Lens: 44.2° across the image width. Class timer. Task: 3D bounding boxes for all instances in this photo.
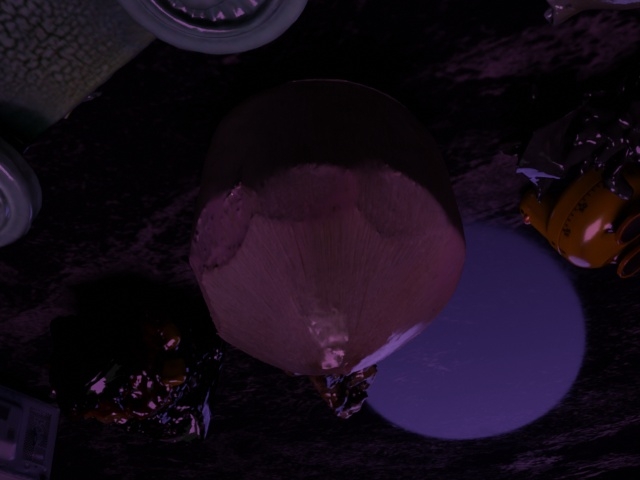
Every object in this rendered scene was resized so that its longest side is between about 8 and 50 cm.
[{"bbox_3d":[0.250,-0.029,0.722,0.107,0.109,0.107,-22,139,-21],"label":"timer"}]

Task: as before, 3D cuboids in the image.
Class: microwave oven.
[{"bbox_3d":[-0.475,0.253,1.042,0.162,0.122,0.208,-21,142,24],"label":"microwave oven"}]

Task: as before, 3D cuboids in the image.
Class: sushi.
[{"bbox_3d":[-0.215,0.134,0.860,0.172,0.153,0.150,10,170,16],"label":"sushi"}]

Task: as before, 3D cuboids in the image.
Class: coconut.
[{"bbox_3d":[0.000,0.000,0.603,0.224,0.234,0.224,2,146,1],"label":"coconut"}]

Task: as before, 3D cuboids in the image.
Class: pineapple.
[{"bbox_3d":[0.254,-0.095,0.602,0.237,0.111,0.119,-18,113,30],"label":"pineapple"}]

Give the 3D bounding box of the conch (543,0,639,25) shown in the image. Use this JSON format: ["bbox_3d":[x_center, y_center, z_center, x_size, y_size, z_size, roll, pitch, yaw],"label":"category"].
[{"bbox_3d":[0.213,-0.187,0.489,0.180,0.065,0.088,-19,145,37],"label":"conch"}]

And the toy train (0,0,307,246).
[{"bbox_3d":[-0.187,-0.167,0.412,0.442,0.179,0.272,-28,130,33],"label":"toy train"}]

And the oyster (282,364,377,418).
[{"bbox_3d":[0.011,0.088,0.850,0.222,0.083,0.214,23,124,-23],"label":"oyster"}]
